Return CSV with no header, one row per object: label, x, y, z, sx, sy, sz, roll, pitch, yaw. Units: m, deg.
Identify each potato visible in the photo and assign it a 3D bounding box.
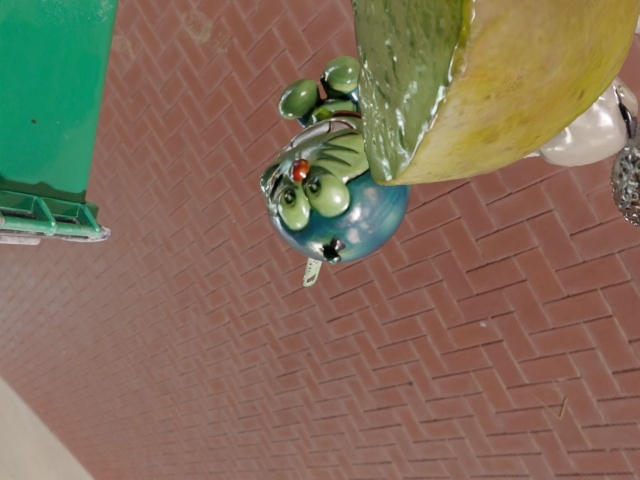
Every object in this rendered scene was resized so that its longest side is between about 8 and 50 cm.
potato,0.181,-0.210,0.422,0.213,0.280,0.330,-143,41,-64

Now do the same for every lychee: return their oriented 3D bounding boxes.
lychee,0.792,-0.145,1.093,0.300,0.300,0.300,17,121,31

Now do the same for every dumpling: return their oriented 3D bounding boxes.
dumpling,0.428,-0.189,0.845,0.204,0.293,0.163,-48,66,15

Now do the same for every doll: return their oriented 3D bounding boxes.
doll,0.027,-0.101,0.694,0.198,0.322,0.186,-16,137,32

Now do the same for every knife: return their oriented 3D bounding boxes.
knife,0.000,-0.001,1.172,0.043,0.020,0.293,7,125,-12

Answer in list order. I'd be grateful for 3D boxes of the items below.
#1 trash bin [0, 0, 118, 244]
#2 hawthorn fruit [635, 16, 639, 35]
trash bin,-0.386,-0.194,0.584,0.295,0.259,0.381,17,93,16
hawthorn fruit,0.477,-0.413,0.714,0.231,0.263,0.235,27,175,-12
